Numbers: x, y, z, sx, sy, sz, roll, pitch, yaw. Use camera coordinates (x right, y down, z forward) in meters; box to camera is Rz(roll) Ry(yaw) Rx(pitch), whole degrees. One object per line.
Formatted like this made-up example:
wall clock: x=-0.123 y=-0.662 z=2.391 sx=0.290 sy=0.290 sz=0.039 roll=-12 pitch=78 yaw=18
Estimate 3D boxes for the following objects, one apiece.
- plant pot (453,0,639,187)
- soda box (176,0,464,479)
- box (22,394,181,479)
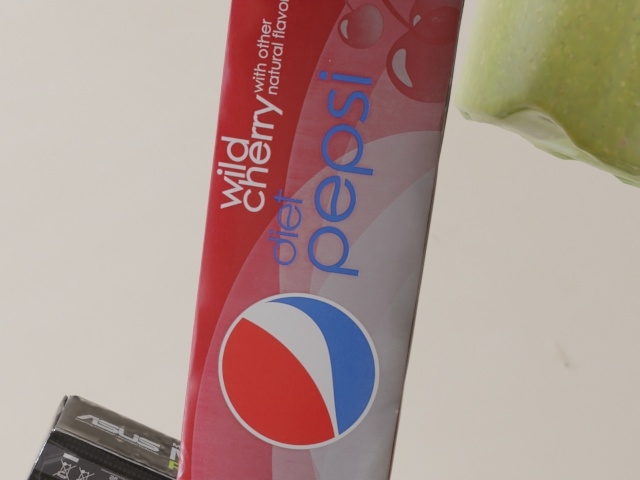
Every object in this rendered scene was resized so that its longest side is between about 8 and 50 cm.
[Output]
plant pot: x=0.187 y=-0.145 z=0.623 sx=0.276 sy=0.276 sz=0.253 roll=15 pitch=-81 yaw=-52
soda box: x=0.000 y=0.000 z=0.534 sx=0.092 sy=0.084 sz=0.263 roll=-67 pitch=-14 yaw=-78
box: x=-0.071 y=0.240 z=0.787 sx=0.270 sy=0.060 sz=0.216 roll=25 pitch=-78 yaw=-7
